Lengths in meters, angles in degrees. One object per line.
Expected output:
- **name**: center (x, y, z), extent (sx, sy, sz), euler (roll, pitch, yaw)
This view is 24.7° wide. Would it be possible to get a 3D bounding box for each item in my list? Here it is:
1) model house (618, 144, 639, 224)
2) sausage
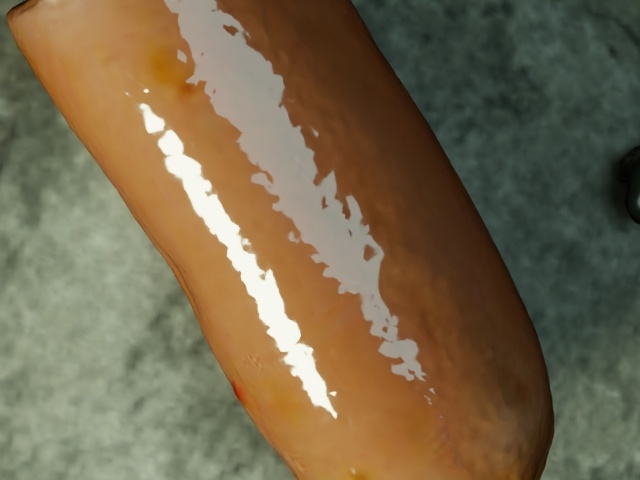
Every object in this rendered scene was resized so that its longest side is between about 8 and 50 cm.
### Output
- **model house**: center (0.269, -0.063, 0.567), extent (0.279, 0.218, 0.205), euler (-28, 96, -12)
- **sausage**: center (0.000, 0.000, 0.534), extent (0.113, 0.113, 0.259), euler (-34, 100, -14)
